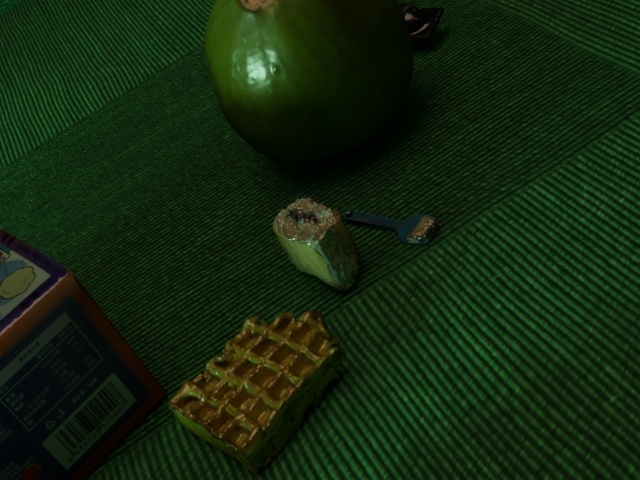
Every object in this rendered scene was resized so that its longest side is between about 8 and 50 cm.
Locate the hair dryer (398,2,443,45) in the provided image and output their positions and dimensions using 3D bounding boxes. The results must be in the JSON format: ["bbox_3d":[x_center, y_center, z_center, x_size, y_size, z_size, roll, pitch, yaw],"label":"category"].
[{"bbox_3d":[0.085,-0.311,1.657,0.195,0.078,0.248,8,59,39],"label":"hair dryer"}]

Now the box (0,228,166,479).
[{"bbox_3d":[-0.457,0.190,1.241,0.349,0.257,0.318,-45,40,-21],"label":"box"}]

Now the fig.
[{"bbox_3d":[-0.028,-0.288,1.459,0.343,0.343,0.343,-18,37,15],"label":"fig"}]

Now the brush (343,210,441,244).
[{"bbox_3d":[0.094,-0.024,1.333,0.164,0.014,0.051,11,50,43],"label":"brush"}]

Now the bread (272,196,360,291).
[{"bbox_3d":[0.000,0.001,1.290,0.082,0.106,0.125,-46,35,-13],"label":"bread"}]

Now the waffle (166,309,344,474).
[{"bbox_3d":[-0.067,0.165,1.175,0.160,0.055,0.211,18,57,44],"label":"waffle"}]
